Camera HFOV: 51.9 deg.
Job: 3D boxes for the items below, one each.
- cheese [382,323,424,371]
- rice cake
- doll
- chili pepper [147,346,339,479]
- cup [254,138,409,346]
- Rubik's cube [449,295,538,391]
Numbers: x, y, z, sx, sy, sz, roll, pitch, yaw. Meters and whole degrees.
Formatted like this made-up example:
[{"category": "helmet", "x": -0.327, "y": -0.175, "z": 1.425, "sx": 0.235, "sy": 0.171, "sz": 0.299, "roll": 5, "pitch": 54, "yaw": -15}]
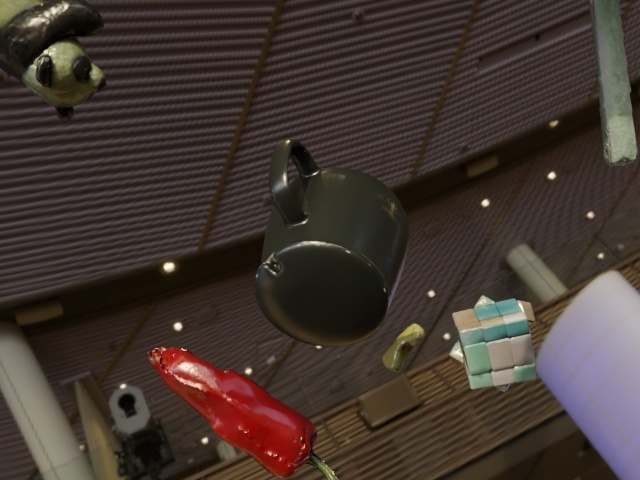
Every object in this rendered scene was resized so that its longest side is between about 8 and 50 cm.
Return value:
[{"category": "cheese", "x": 0.128, "y": 0.164, "z": 1.008, "sx": 0.030, "sy": 0.044, "sz": 0.083, "roll": 34, "pitch": -76, "yaw": -22}, {"category": "rice cake", "x": 0.311, "y": -0.181, "z": 0.703, "sx": 0.033, "sy": 0.033, "sz": 0.207, "roll": -10, "pitch": -77, "yaw": 11}, {"category": "doll", "x": -0.381, "y": -0.275, "z": 0.865, "sx": 0.234, "sy": 0.143, "sz": 0.135, "roll": 44, "pitch": -117, "yaw": -16}, {"category": "chili pepper", "x": -0.119, "y": 0.289, "z": 1.068, "sx": 0.110, "sy": 0.387, "sz": 0.110, "roll": -55, "pitch": 3, "yaw": 5}, {"category": "cup", "x": 0.000, "y": 0.000, "z": 0.738, "sx": 0.169, "sy": 0.176, "sz": 0.223, "roll": -17, "pitch": -59, "yaw": 25}, {"category": "Rubik's cube", "x": 0.158, "y": 0.094, "z": 0.605, "sx": 0.075, "sy": 0.073, "sz": 0.084, "roll": 2, "pitch": -71, "yaw": 1}]
